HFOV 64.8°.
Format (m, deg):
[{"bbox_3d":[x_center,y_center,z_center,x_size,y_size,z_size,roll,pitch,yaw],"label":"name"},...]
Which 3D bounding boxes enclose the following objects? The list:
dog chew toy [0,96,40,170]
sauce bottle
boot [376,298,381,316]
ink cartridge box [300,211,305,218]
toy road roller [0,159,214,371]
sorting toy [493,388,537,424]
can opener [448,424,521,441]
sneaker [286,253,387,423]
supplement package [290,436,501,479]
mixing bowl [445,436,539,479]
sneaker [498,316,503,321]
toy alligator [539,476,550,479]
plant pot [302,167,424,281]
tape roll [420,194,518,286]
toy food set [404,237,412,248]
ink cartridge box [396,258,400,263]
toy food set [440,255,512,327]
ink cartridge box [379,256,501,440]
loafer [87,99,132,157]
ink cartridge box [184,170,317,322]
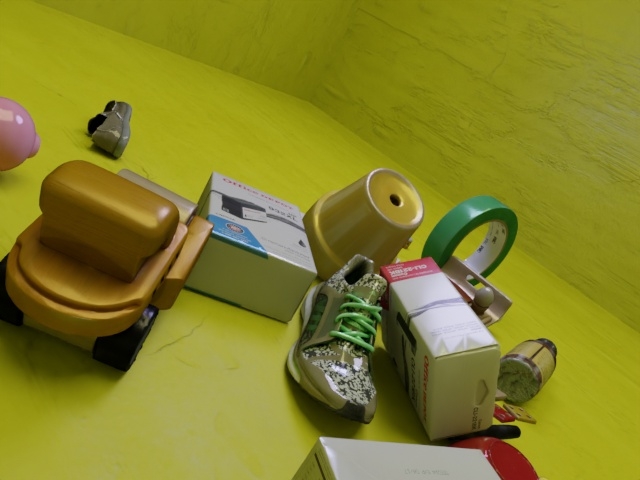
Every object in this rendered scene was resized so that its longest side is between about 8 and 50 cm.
[{"bbox_3d":[-0.624,-0.206,0.799,0.332,0.206,0.206,18,22,-48],"label":"dog chew toy"},{"bbox_3d":[0.529,0.311,1.266,0.111,0.111,0.344,42,23,28],"label":"sauce bottle"},{"bbox_3d":[0.261,0.156,1.177,0.244,0.088,0.176,32,47,26],"label":"boot"},{"bbox_3d":[0.000,0.000,1.328,0.180,0.060,0.104,23,30,-20],"label":"ink cartridge box"},{"bbox_3d":[-0.267,-0.012,0.679,0.203,0.240,0.329,27,38,-9],"label":"toy road roller"},{"bbox_3d":[0.288,0.302,1.015,0.132,0.046,0.275,12,12,-43],"label":"sorting toy"},{"bbox_3d":[0.301,0.358,0.932,0.186,0.073,0.059,10,-15,-39],"label":"can opener"},{"bbox_3d":[0.049,0.142,0.900,0.158,0.182,0.410,25,21,-12],"label":"sneaker"},{"bbox_3d":[0.105,0.349,0.543,0.262,0.145,0.204,17,23,-30],"label":"supplement package"},{"bbox_3d":[0.262,0.368,0.758,0.182,0.098,0.181,25,27,-14],"label":"mixing bowl"},{"bbox_3d":[0.430,0.213,1.426,0.212,0.080,0.094,14,29,-14],"label":"sneaker"},{"bbox_3d":[0.397,0.455,0.838,0.190,0.056,0.051,39,64,20],"label":"toy alligator"},{"bbox_3d":[0.111,-0.039,1.203,0.254,0.239,0.253,17,54,-25],"label":"plant pot"},{"bbox_3d":[0.461,0.016,1.559,0.321,0.321,0.077,12,28,-41],"label":"tape roll"},{"bbox_3d":[0.233,-0.075,1.773,0.232,0.104,0.111,29,20,-4],"label":"toy food set"},{"bbox_3d":[0.123,0.055,1.444,0.145,0.045,0.179,41,41,25],"label":"ink cartridge box"},{"bbox_3d":[0.334,0.147,1.322,0.306,0.092,0.220,-15,46,-39],"label":"toy food set"},{"bbox_3d":[0.203,0.187,0.920,0.114,0.196,0.273,-11,30,-9],"label":"ink cartridge box"},{"bbox_3d":[-0.534,-0.299,1.272,0.087,0.094,0.251,22,22,-33],"label":"loafer"},{"bbox_3d":[-0.149,0.001,1.040,0.223,0.129,0.307,22,22,-20],"label":"ink cartridge box"}]
